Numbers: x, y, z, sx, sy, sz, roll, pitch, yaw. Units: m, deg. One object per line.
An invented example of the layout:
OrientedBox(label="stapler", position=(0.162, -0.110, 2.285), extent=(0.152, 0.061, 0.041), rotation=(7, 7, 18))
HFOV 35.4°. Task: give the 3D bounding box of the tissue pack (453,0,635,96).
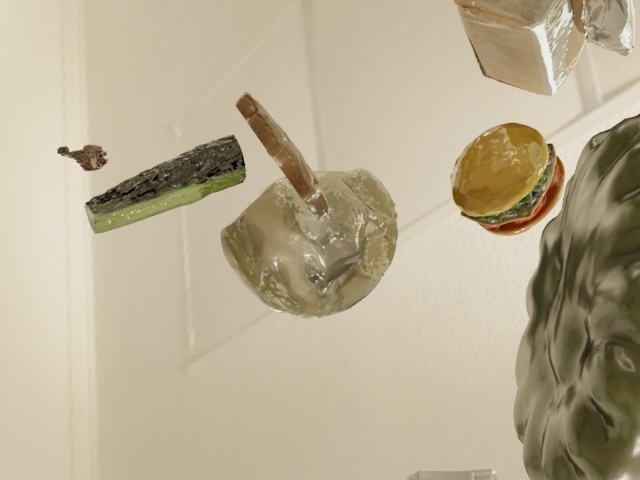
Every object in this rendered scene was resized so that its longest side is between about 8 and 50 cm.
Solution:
OrientedBox(label="tissue pack", position=(0.345, -0.347, 1.454), extent=(0.239, 0.305, 0.238), rotation=(-3, -101, 17))

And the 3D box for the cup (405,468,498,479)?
OrientedBox(label="cup", position=(0.160, 0.315, 1.251), extent=(0.116, 0.104, 0.074), rotation=(-13, -137, 19))

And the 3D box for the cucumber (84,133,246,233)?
OrientedBox(label="cucumber", position=(-0.202, -0.077, 1.293), extent=(0.078, 0.211, 0.062), rotation=(108, -39, -71))

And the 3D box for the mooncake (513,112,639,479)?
OrientedBox(label="mooncake", position=(0.290, 0.069, 0.857), extent=(0.356, 0.194, 0.356), rotation=(15, 90, -88))

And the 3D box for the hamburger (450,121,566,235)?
OrientedBox(label="hamburger", position=(0.260, -0.083, 1.395), extent=(0.162, 0.115, 0.162), rotation=(-30, -142, 27))

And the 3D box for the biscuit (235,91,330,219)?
OrientedBox(label="biscuit", position=(-0.041, -0.107, 1.308), extent=(0.034, 0.182, 0.215), rotation=(-36, -145, 2))

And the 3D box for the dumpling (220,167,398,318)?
OrientedBox(label="dumpling", position=(-0.001, -0.001, 1.503), extent=(0.243, 0.175, 0.226), rotation=(-35, -109, 7))

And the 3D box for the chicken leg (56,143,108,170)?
OrientedBox(label="chicken leg", position=(-0.292, -0.103, 1.249), extent=(0.021, 0.083, 0.036), rotation=(-34, -99, 26))
